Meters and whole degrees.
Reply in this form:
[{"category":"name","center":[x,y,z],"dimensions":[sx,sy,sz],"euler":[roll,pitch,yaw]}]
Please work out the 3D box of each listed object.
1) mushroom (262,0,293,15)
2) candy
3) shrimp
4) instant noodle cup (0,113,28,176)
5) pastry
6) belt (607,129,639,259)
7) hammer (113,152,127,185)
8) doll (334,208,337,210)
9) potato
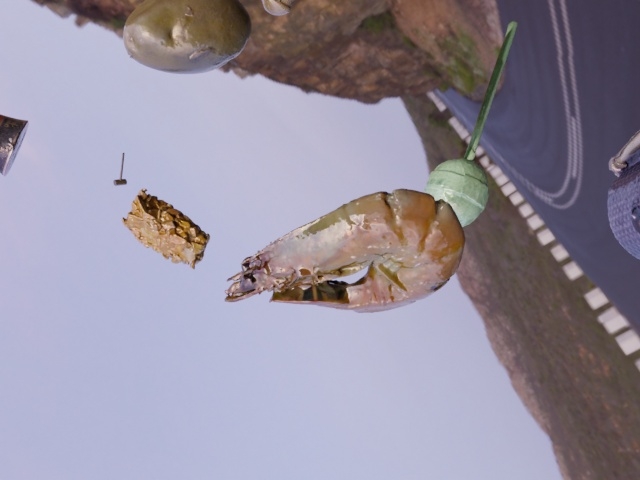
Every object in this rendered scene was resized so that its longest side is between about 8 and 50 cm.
[{"category":"mushroom","center":[-0.064,-0.560,1.118],"dimensions":[0.103,0.118,0.270],"euler":[-38,-57,-78]},{"category":"candy","center":[0.305,-0.228,1.142],"dimensions":[0.119,0.440,0.119],"euler":[21,168,5]},{"category":"shrimp","center":[0.020,0.028,0.640],"dimensions":[0.061,0.267,0.145],"euler":[-93,-17,-54]},{"category":"instant noodle cup","center":[-0.674,-0.210,1.206],"dimensions":[0.136,0.127,0.127],"euler":[23,-149,-23]},{"category":"pastry","center":[-0.389,-0.015,1.550],"dimensions":[0.250,0.154,0.102],"euler":[36,-139,11]},{"category":"belt","center":[0.348,-0.060,0.483],"dimensions":[0.126,0.230,0.139],"euler":[95,150,-80]},{"category":"hammer","center":[-0.593,-0.212,1.807],"dimensions":[0.035,0.110,0.019],"euler":[-13,-135,-40]},{"category":"doll","center":[-0.001,-0.003,1.620],"dimensions":[0.127,0.248,0.088],"euler":[3,-129,-40]},{"category":"potato","center":[-0.241,-0.384,1.102],"dimensions":[0.178,0.235,0.160],"euler":[16,127,59]}]
